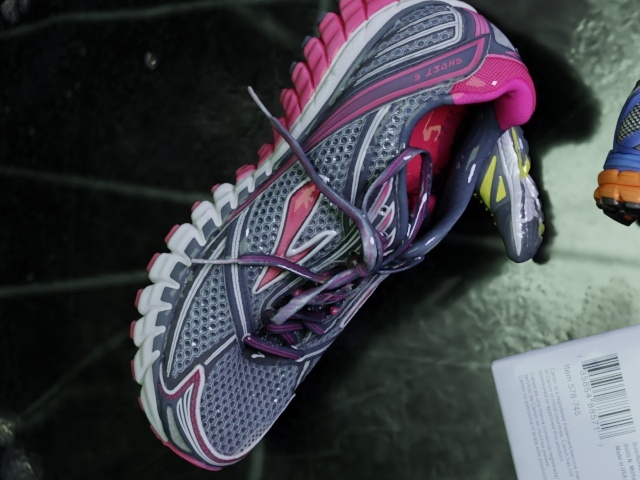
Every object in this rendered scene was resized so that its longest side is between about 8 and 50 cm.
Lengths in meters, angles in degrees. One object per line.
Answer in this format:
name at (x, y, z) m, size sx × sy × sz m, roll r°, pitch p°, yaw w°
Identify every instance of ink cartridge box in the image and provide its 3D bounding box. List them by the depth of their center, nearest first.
ink cartridge box at (0.197, 0.099, 0.790) m, size 0.176 × 0.127 × 0.128 m, roll -16°, pitch 80°, yaw 25°

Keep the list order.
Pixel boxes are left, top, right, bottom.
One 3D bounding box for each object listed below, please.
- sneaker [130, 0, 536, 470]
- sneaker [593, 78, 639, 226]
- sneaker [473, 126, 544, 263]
sneaker at (0.000, 0.000, 0.881) m, size 0.112 × 0.121 × 0.299 m, roll 41°, pitch 106°, yaw 41°
sneaker at (0.246, -0.052, 0.803) m, size 0.221 × 0.083 × 0.087 m, roll 1°, pitch 80°, yaw 22°
sneaker at (0.101, -0.026, 0.900) m, size 0.035 × 0.031 × 0.083 m, roll -15°, pitch 73°, yaw 31°
